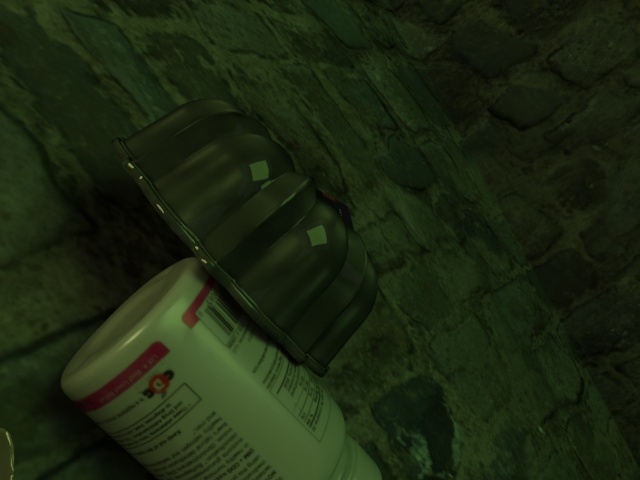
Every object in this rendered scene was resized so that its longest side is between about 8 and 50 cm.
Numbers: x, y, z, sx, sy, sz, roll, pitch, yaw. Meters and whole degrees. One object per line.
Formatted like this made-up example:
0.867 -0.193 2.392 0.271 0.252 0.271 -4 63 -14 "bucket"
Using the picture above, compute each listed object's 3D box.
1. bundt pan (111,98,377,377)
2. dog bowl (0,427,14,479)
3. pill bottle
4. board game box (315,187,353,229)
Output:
-0.060 -0.020 0.674 0.331 0.124 0.331 48 -1 2 "bundt pan"
-0.336 0.127 0.293 0.348 0.102 0.349 38 34 -32 "dog bowl"
-0.079 0.167 0.586 0.283 0.160 0.160 49 30 -15 "pill bottle"
0.000 0.000 0.980 0.141 0.048 0.170 24 44 -43 "board game box"
